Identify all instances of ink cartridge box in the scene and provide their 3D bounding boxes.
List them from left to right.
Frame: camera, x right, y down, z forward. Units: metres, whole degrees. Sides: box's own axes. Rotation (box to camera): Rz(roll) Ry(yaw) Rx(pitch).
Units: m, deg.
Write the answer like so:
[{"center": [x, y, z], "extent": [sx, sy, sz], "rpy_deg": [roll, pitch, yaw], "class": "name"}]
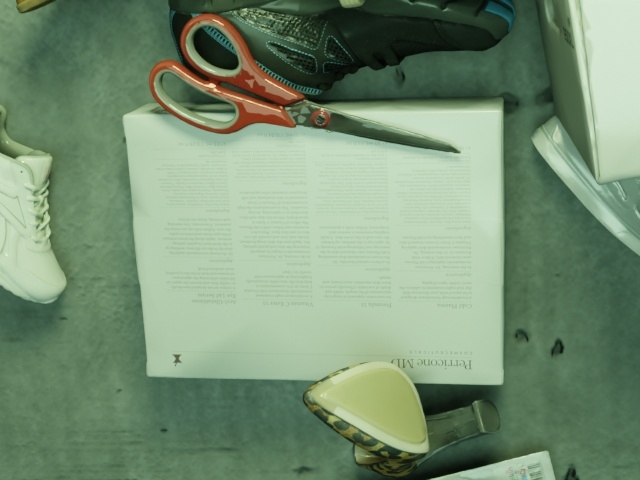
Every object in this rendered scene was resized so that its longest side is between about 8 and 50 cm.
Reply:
[{"center": [0.390, -0.183, 0.939], "extent": [0.395, 0.285, 0.166], "rpy_deg": [-9, 106, 7], "class": "ink cartridge box"}]

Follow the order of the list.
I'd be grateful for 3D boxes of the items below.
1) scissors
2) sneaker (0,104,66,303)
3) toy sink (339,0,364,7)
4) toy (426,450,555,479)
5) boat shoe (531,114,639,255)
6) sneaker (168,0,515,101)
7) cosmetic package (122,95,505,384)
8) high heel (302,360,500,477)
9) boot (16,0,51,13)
[{"center": [-0.020, -0.114, 1.092], "extent": [0.297, 0.021, 0.109], "rpy_deg": [27, 111, -3], "class": "scissors"}, {"center": [-0.328, -0.042, 1.229], "extent": [0.115, 0.090, 0.232], "rpy_deg": [-27, 101, 13], "class": "sneaker"}, {"center": [0.067, -0.298, 0.985], "extent": [0.234, 0.152, 0.131], "rpy_deg": [-3, 131, 24], "class": "toy sink"}, {"center": [0.150, 0.315, 1.270], "extent": [0.237, 0.056, 0.136], "rpy_deg": [-14, 100, 9], "class": "toy"}, {"center": [0.291, -0.056, 1.134], "extent": [0.063, 0.066, 0.184], "rpy_deg": [-43, 86, 19], "class": "boat shoe"}, {"center": [0.017, -0.208, 1.116], "extent": [0.341, 0.125, 0.139], "rpy_deg": [7, 123, 14], "class": "sneaker"}, {"center": [0.000, 0.000, 1.179], "extent": [0.377, 0.097, 0.284], "rpy_deg": [1, 105, 10], "class": "cosmetic package"}, {"center": [0.035, 0.196, 1.159], "extent": [0.186, 0.261, 0.093], "rpy_deg": [-28, 58, 39], "class": "high heel"}, {"center": [-0.227, -0.378, 1.094], "extent": [0.295, 0.104, 0.211], "rpy_deg": [-36, 106, 5], "class": "boot"}]
